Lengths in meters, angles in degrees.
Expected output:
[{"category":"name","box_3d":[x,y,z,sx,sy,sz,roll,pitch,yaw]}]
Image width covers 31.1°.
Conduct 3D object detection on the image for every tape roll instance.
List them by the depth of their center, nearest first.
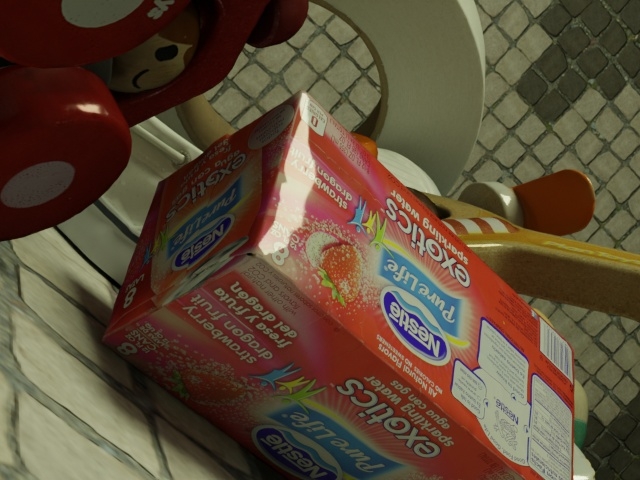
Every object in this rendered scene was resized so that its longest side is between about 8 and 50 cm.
[{"category":"tape roll","box_3d":[-0.038,-0.156,1.106,0.392,0.392,0.072,42,31,-18]}]

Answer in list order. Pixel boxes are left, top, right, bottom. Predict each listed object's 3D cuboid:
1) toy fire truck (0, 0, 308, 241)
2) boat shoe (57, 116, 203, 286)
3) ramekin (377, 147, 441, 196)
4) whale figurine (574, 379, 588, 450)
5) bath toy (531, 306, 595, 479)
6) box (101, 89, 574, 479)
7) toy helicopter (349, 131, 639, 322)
[{"category":"toy fire truck","box_3d":[-0.086,-0.141,0.560,0.254,0.302,0.169,-15,64,-34]},{"category":"boat shoe","box_3d":[-0.182,-0.131,0.806,0.367,0.156,0.136,44,2,23]},{"category":"ramekin","box_3d":[0.000,0.000,1.023,0.109,0.207,0.207,28,12,-46]},{"category":"whale figurine","box_3d":[0.168,0.202,1.233,0.216,0.141,0.272,14,-13,-16]},{"category":"bath toy","box_3d":[0.151,0.136,0.993,0.152,0.129,0.348,10,32,-12]},{"category":"box","box_3d":[0.022,0.059,0.645,0.257,0.123,0.128,41,39,-27]},{"category":"toy helicopter","box_3d":[0.129,0.010,0.801,0.355,0.140,0.235,13,14,27]}]
